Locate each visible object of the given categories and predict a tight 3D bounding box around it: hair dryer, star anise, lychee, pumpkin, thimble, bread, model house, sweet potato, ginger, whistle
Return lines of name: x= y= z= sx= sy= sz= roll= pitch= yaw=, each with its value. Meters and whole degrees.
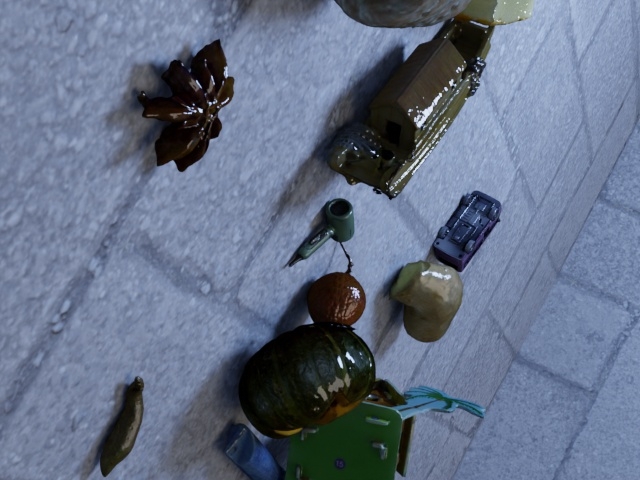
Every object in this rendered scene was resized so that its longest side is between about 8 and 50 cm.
hair dryer: x=0.000 y=0.000 z=1.508 sx=0.150 sy=0.047 sz=0.071 roll=-44 pitch=149 yaw=-24
star anise: x=-0.148 y=-0.156 z=1.067 sx=0.168 sy=0.057 sz=0.168 roll=-41 pitch=146 yaw=-37
lychee: x=0.034 y=0.096 z=1.582 sx=0.140 sy=0.101 sz=0.114 roll=-42 pitch=137 yaw=-28
pumpkin: x=-0.023 y=0.225 z=1.499 sx=0.238 sy=0.159 sz=0.238 roll=-29 pitch=162 yaw=-11
thimble: x=0.108 y=-0.391 z=1.172 sx=0.148 sy=0.196 sz=0.229 roll=-21 pitch=132 yaw=-53
bread: x=0.281 y=-0.414 z=1.557 sx=0.188 sy=0.125 sz=0.068 roll=-25 pitch=133 yaw=-53
model house: x=0.132 y=0.420 z=1.756 sx=0.323 sy=0.340 sz=0.301 roll=-25 pitch=123 yaw=-73
sweet potato: x=-0.265 y=0.254 z=1.243 sx=0.041 sy=0.038 sz=0.153 roll=-41 pitch=152 yaw=-83
ginger: x=0.233 y=0.125 z=1.952 sx=0.267 sy=0.152 sz=0.138 roll=69 pitch=22 yaw=-50
whistle: x=-0.110 y=0.408 z=1.645 sx=0.062 sy=0.062 sz=0.304 roll=-55 pitch=152 yaw=-19

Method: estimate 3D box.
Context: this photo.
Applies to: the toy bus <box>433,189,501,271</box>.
toy bus: x=0.335 y=-0.022 z=2.066 sx=0.178 sy=0.086 sz=0.098 roll=-51 pitch=154 yaw=-18

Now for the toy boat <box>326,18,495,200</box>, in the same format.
toy boat: x=0.162 y=-0.241 z=1.508 sx=0.445 sy=0.135 sz=0.162 roll=-51 pitch=156 yaw=-35
